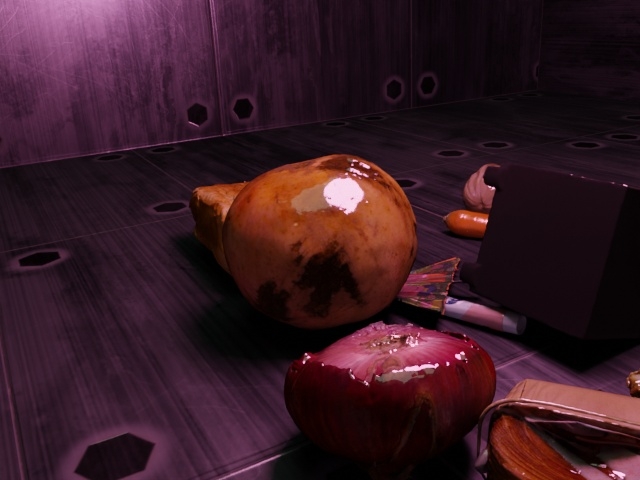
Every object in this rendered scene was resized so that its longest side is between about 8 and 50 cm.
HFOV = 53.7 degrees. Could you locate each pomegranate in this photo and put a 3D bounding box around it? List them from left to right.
[{"bbox_3d":[0.000,0.000,1.048,0.322,0.322,0.322,-3,20,1],"label":"pomegranate"}]

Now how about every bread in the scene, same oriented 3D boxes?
[{"bbox_3d":[-0.156,-0.025,1.328,0.195,0.149,0.344,-5,16,-21],"label":"bread"},{"bbox_3d":[0.262,0.223,0.611,0.224,0.142,0.212,6,19,21],"label":"bread"}]

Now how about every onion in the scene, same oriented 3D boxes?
[{"bbox_3d":[0.080,0.176,0.736,0.248,0.161,0.248,1,18,0],"label":"onion"}]

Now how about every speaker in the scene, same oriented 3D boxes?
[{"bbox_3d":[0.388,0.011,1.000,0.184,0.232,0.254,5,11,-35],"label":"speaker"}]

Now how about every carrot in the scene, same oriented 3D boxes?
[{"bbox_3d":[0.405,-0.027,1.394,0.271,0.066,0.062,7,66,18],"label":"carrot"}]

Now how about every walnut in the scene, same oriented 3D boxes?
[{"bbox_3d":[0.412,-0.113,1.509,0.140,0.140,0.162,15,18,40],"label":"walnut"}]

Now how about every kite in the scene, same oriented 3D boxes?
[{"bbox_3d":[0.179,0.081,1.162,0.233,0.016,0.321,-6,11,19],"label":"kite"}]

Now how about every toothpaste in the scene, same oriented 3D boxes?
[{"bbox_3d":[0.240,0.117,1.055,0.205,0.036,0.056,11,22,44],"label":"toothpaste"}]

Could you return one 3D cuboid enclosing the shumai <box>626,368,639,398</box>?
[{"bbox_3d":[0.452,0.186,0.759,0.142,0.184,0.184,-26,6,33],"label":"shumai"}]
